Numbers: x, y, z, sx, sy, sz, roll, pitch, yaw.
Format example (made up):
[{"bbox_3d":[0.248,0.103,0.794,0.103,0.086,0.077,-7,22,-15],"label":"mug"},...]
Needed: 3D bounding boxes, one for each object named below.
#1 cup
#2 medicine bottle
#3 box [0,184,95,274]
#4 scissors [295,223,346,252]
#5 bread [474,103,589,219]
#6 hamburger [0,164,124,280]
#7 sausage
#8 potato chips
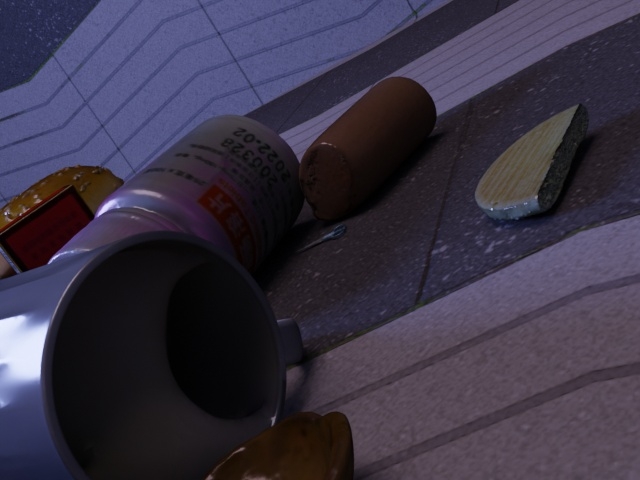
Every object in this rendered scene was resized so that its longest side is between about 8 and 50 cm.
[{"bbox_3d":[-0.196,0.130,0.756,0.327,0.237,0.322,-16,-6,44],"label":"cup"},{"bbox_3d":[-0.189,-0.009,1.089,0.219,0.219,0.388,-20,20,34],"label":"medicine bottle"},{"bbox_3d":[-0.413,0.046,1.295,0.153,0.240,0.074,-42,22,-29],"label":"box"},{"bbox_3d":[0.000,0.000,1.096,0.083,0.006,0.036,-27,19,18],"label":"scissors"},{"bbox_3d":[0.226,-0.073,0.854,0.112,0.036,0.193,-23,22,44],"label":"bread"},{"bbox_3d":[-0.478,0.018,1.480,0.287,0.268,0.445,-9,27,44],"label":"hamburger"},{"bbox_3d":[0.069,-0.143,1.181,0.123,0.123,0.253,-14,26,46],"label":"sausage"},{"bbox_3d":[-0.045,0.205,0.512,0.195,0.062,0.208,-33,17,17],"label":"potato chips"}]
